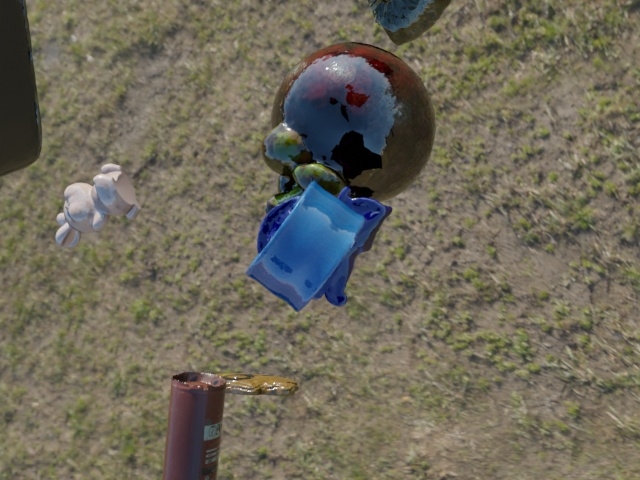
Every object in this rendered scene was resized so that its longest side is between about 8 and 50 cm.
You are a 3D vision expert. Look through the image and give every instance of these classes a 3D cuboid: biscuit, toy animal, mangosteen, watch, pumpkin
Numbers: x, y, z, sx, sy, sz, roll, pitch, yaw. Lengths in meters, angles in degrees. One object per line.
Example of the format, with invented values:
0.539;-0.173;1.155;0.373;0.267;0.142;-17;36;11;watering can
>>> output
-0.176;0.353;1.946;0.290;0.208;0.041;-3;83;40;biscuit
-0.470;-0.059;1.564;0.213;0.124;0.124;-29;61;15;toy animal
0.045;-0.185;1.344;0.311;0.311;0.311;-11;69;29;mangosteen
-0.009;0.003;1.127;0.171;0.200;0.196;27;93;-1;watch
0.207;-0.644;1.874;0.232;0.325;0.242;-19;36;29;pumpkin

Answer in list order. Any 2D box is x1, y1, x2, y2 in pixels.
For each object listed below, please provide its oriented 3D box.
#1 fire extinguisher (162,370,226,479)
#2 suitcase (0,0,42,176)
-0.227;0.425;1.471;0.147;0.106;0.336;7;94;34;fire extinguisher
-0.346;-0.225;0.526;0.283;0.194;0.433;10;115;23;suitcase
